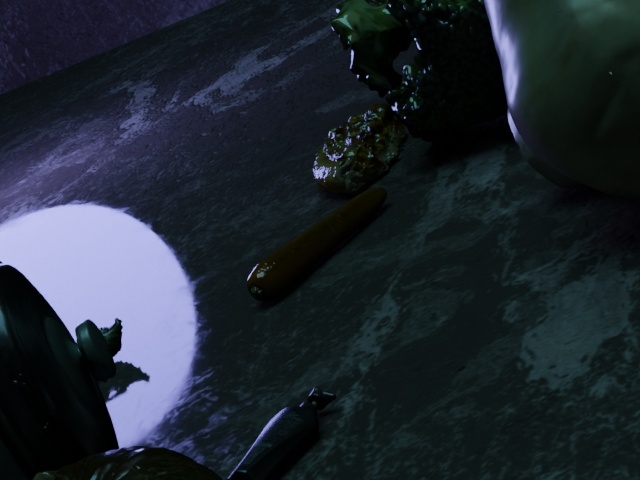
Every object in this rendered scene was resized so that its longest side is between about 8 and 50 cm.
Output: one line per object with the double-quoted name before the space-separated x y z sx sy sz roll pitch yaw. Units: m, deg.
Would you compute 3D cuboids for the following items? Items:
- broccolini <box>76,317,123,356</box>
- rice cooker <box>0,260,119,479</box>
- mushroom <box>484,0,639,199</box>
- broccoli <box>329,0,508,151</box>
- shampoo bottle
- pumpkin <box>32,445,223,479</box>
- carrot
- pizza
"broccolini" -0.316 0.171 1.870 0.123 0.062 0.271 -26 16 36
"rice cooker" -0.316 0.158 1.523 0.316 0.264 0.316 -25 -12 -6
"mushroom" 0.289 -0.188 1.650 0.353 0.353 0.325 -17 3 27
"broccoli" 0.175 -0.281 2.125 0.317 0.277 0.338 10 51 -1
"shampoo bottle" -0.032 0.170 1.491 0.048 0.027 0.137 2 29 31
"pumpkin" -0.173 0.232 1.275 0.219 0.162 0.219 -20 20 8
"carrot" 0.000 0.000 1.955 0.043 0.043 0.248 -8 21 45
"pizza" 0.045 -0.121 2.226 0.127 0.058 0.246 -15 22 30
